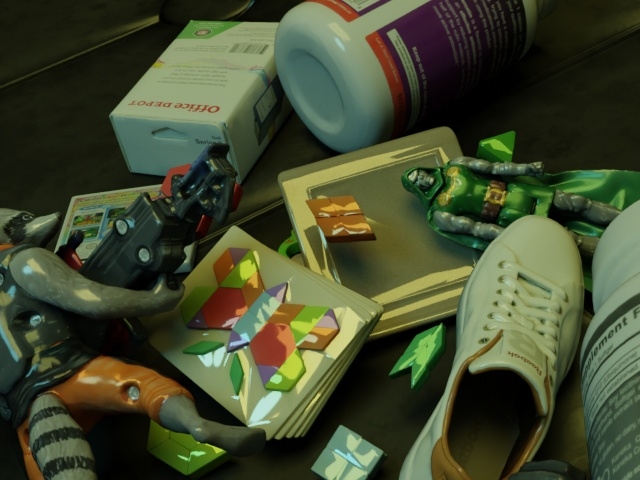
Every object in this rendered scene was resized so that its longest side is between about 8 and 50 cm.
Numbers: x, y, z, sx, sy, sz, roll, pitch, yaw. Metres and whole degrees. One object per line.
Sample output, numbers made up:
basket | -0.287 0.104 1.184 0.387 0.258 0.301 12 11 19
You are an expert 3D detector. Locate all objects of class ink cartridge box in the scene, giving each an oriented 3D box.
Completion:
ink cartridge box | -0.126 -0.169 1.296 0.154 0.093 0.212 7 42 23

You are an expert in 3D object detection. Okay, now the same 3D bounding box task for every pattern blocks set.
pattern blocks set | -0.055 0.074 0.957 0.325 0.026 0.285 18 70 24

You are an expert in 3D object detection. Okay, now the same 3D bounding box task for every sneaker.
sneaker | 0.158 0.088 0.850 0.106 0.123 0.290 25 61 -2

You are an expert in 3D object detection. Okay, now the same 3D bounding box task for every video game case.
video game case | -0.207 -0.009 1.186 0.157 0.019 0.143 -7 39 8

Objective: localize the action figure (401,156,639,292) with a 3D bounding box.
action figure | 0.186 -0.028 1.002 0.232 0.063 0.137 14 70 10

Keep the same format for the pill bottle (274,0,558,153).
pill bottle | 0.118 -0.242 1.247 0.323 0.181 0.181 -32 43 -23

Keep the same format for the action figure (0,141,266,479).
action figure | -0.187 0.072 0.868 0.330 0.178 0.341 48 112 31

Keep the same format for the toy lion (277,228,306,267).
toy lion | 0.000 0.000 1.112 0.100 0.034 0.096 -27 34 -16

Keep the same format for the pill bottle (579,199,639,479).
pill bottle | 0.286 0.134 0.732 0.210 0.210 0.363 -4 40 11

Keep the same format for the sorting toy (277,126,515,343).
sorting toy | 0.068 -0.002 1.047 0.348 0.047 0.196 -16 67 -7

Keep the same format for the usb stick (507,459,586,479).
usb stick | 0.098 0.266 0.685 0.045 0.077 0.278 32 66 -6
